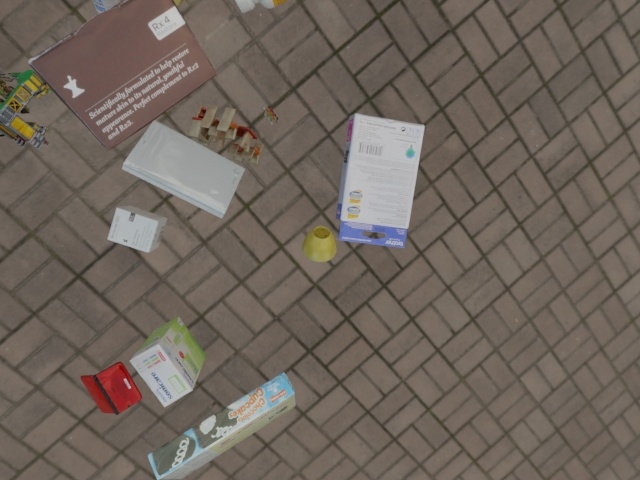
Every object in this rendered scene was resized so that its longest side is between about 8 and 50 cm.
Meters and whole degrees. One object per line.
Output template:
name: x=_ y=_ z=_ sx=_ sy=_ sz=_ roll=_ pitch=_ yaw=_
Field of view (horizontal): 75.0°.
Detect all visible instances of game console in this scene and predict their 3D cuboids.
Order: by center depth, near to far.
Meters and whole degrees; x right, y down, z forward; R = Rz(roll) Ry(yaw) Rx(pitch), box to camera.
game console: x=-0.640 y=0.450 z=1.278 sx=0.124 sy=0.085 sz=0.144 roll=-30 pitch=107 yaw=-26

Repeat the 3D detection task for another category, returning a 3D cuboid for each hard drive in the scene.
hard drive: x=-0.403 y=-0.218 z=1.270 sx=0.307 sy=0.040 sz=0.203 roll=27 pitch=52 yaw=-17

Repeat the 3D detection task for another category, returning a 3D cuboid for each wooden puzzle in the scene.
wooden puzzle: x=-0.183 y=-0.456 z=1.518 sx=0.083 sy=0.006 sz=0.049 roll=48 pitch=46 yaw=-42

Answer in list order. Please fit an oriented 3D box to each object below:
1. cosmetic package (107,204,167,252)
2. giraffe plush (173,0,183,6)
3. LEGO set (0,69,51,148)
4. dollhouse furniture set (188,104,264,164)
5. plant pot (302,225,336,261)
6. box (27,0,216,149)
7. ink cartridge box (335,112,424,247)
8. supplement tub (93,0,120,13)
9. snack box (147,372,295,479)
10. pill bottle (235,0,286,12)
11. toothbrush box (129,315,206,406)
cosmetic package: x=-0.807 y=-0.054 z=1.851 sx=0.184 sy=0.151 sz=0.151 roll=18 pitch=96 yaw=-7
giraffe plush: x=-0.354 y=-0.623 z=0.876 sx=0.170 sy=0.210 sz=0.181 roll=40 pitch=135 yaw=1
LEGO set: x=-1.062 y=-0.446 z=1.457 sx=0.331 sy=0.192 sz=0.255 roll=2 pitch=63 yaw=18
dollhouse furniture set: x=-0.367 y=-0.427 z=1.604 sx=0.259 sy=0.262 sz=0.135 roll=14 pitch=78 yaw=20
plant pot: x=0.000 y=0.000 z=1.576 sx=0.134 sy=0.134 sz=0.095 roll=-3 pitch=139 yaw=-11
box: x=-0.334 y=-0.282 z=0.678 sx=0.191 sy=0.381 sz=0.143 roll=-41 pitch=125 yaw=-12
ink cartridge box: x=0.144 y=-0.145 z=1.049 sx=0.186 sy=0.065 sz=0.311 roll=6 pitch=94 yaw=-14
supplement tub: x=-0.590 y=-0.676 z=1.138 sx=0.071 sy=0.107 sz=0.071 roll=4 pitch=72 yaw=-11
snack box: x=-0.208 y=0.432 z=0.966 sx=0.322 sy=0.187 sz=0.060 roll=-27 pitch=65 yaw=-17
pill bottle: x=-0.083 y=-0.547 z=0.839 sx=0.208 sy=0.117 sz=0.117 roll=-22 pitch=106 yaw=6
toothbrush box: x=-0.549 y=0.434 z=1.540 sx=0.122 sy=0.283 sz=0.206 roll=-31 pitch=100 yaw=1
